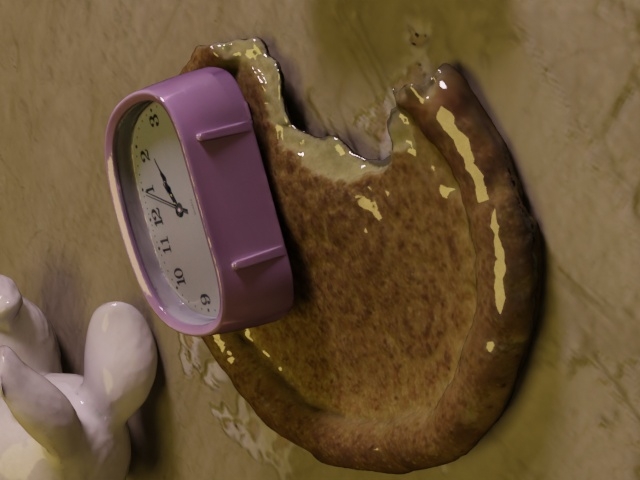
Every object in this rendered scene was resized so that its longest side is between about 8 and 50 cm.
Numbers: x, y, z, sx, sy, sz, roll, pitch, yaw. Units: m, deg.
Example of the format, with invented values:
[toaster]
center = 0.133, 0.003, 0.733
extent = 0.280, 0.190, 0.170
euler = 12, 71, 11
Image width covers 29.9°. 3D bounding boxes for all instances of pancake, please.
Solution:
[pancake]
center = 0.000, 0.000, 0.677
extent = 0.288, 0.033, 0.286
euler = 56, 138, 18

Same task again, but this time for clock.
[clock]
center = -0.080, -0.018, 0.697
extent = 0.110, 0.050, 0.153
euler = -11, 95, 49

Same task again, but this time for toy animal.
[toy animal]
center = -0.219, 0.114, 0.895
extent = 0.193, 0.127, 0.179
euler = 28, 122, 42
